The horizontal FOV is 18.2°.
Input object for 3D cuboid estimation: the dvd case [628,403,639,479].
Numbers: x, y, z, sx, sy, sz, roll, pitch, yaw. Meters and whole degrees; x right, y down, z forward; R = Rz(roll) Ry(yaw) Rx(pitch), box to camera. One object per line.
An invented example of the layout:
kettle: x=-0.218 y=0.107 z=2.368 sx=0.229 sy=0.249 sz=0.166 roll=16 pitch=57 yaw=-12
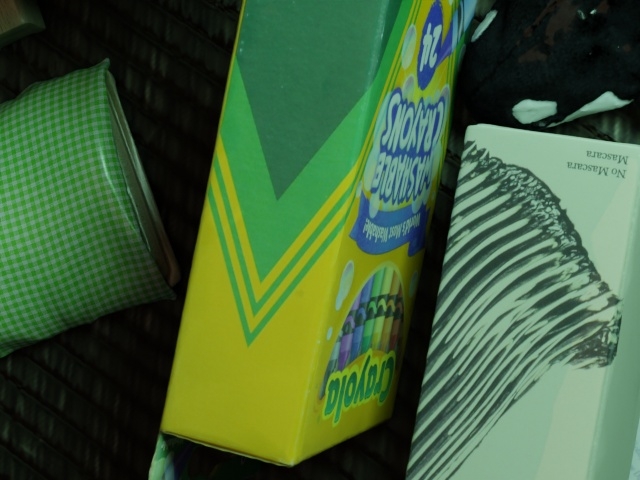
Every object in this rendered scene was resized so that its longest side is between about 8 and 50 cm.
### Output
dvd case: x=0.223 y=0.169 z=1.156 sx=0.253 sy=0.022 sz=0.180 roll=-37 pitch=81 yaw=15

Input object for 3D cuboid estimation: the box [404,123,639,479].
box: x=0.121 y=0.079 z=1.130 sx=0.113 sy=0.094 sz=0.275 roll=8 pitch=87 yaw=22

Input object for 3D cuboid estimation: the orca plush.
orca plush: x=0.197 y=-0.149 z=1.112 sx=0.287 sy=0.102 sz=0.151 roll=-18 pitch=86 yaw=17

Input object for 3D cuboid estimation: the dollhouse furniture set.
dollhouse furniture set: x=-0.240 y=-0.071 z=1.225 sx=0.197 sy=0.151 sz=0.302 roll=-21 pitch=86 yaw=17

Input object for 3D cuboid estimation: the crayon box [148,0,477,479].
crayon box: x=0.000 y=0.000 z=1.126 sx=0.083 sy=0.203 sz=0.323 roll=14 pitch=96 yaw=16
